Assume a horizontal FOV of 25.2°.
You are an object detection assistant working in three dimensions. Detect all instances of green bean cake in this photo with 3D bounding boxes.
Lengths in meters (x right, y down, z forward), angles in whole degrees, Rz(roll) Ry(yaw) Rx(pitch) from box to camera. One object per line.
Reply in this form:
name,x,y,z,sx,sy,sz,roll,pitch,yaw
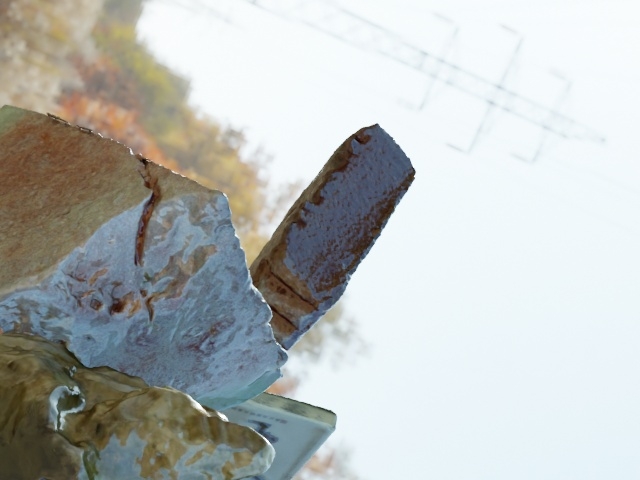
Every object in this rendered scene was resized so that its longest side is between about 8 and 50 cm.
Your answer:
green bean cake,0.000,0.000,1.611,0.198,0.097,0.232,-49,-175,39

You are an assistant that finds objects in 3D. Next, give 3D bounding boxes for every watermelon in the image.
watermelon,-0.160,0.015,1.136,0.193,0.310,0.232,-28,-175,-4

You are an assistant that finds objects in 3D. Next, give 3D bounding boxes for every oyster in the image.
oyster,-0.205,0.140,0.935,0.110,0.341,0.166,32,66,-65

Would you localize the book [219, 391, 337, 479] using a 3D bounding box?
book,-0.169,0.270,1.750,0.371,0.260,0.043,125,-22,-48
